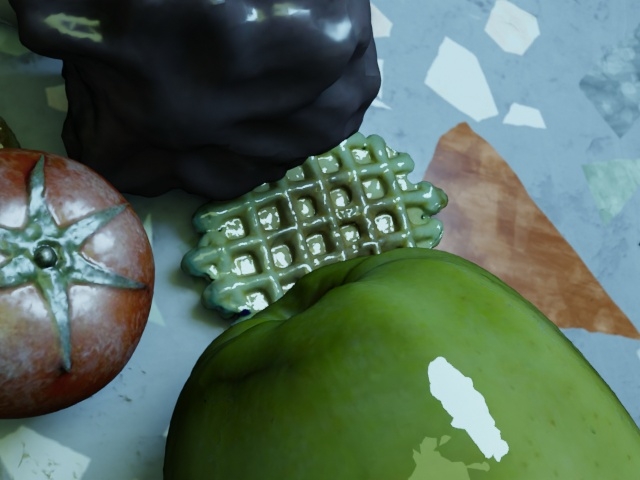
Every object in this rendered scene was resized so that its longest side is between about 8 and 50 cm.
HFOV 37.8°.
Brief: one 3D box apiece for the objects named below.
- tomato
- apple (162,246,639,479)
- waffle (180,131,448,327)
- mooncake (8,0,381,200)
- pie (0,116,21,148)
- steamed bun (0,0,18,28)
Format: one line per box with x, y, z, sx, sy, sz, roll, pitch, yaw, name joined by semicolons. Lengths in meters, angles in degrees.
-0.302;0.045;0.907;0.265;0.265;0.264;4;75;-14;tomato
0.073;0.236;0.843;0.474;0.473;0.473;4;75;-14;apple
0.000;0.000;1.092;0.292;0.056;0.309;26;70;-6;waffle
-0.122;-0.195;0.918;0.351;0.381;0.212;-9;61;5;mooncake
-0.427;-0.084;1.011;0.195;0.046;0.195;4;74;-13;pie
-0.307;-0.400;1.042;0.325;0.206;0.324;4;74;-14;steamed bun
